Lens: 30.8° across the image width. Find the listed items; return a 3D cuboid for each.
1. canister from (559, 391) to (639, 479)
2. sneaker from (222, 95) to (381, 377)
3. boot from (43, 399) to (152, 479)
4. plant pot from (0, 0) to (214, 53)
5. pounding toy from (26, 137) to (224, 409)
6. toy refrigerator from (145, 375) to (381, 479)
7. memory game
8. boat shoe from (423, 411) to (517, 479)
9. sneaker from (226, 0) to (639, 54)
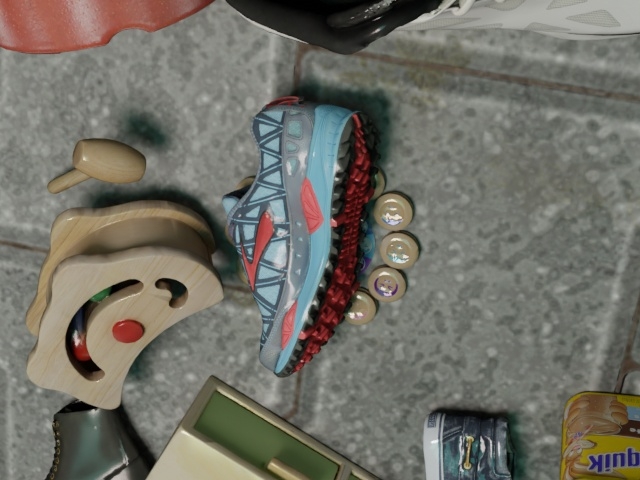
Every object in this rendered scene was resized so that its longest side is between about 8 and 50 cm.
[{"bbox_3d":[0.269,0.206,1.018,0.126,0.170,0.073,5,115,11],"label":"canister"},{"bbox_3d":[-0.028,-0.006,1.037,0.125,0.104,0.262,22,114,23],"label":"sneaker"},{"bbox_3d":[-0.277,0.239,1.227,0.197,0.077,0.137,-19,104,7],"label":"boot"},{"bbox_3d":[-0.192,-0.298,0.865,0.272,0.272,0.265,-3,121,15],"label":"plant pot"},{"bbox_3d":[-0.184,0.018,1.100,0.154,0.155,0.269,9,130,-22],"label":"pounding toy"},{"bbox_3d":[-0.026,0.253,1.149,0.269,0.102,0.094,33,117,-2],"label":"toy refrigerator"},{"bbox_3d":[0.000,0.000,1.079,0.186,0.012,0.186,5,115,11],"label":"memory game"},{"bbox_3d":[0.148,0.253,1.126,0.083,0.065,0.183,-1,113,15],"label":"boat shoe"},{"bbox_3d":[0.139,-0.192,0.821,0.447,0.257,0.169,-1,113,14],"label":"sneaker"}]
